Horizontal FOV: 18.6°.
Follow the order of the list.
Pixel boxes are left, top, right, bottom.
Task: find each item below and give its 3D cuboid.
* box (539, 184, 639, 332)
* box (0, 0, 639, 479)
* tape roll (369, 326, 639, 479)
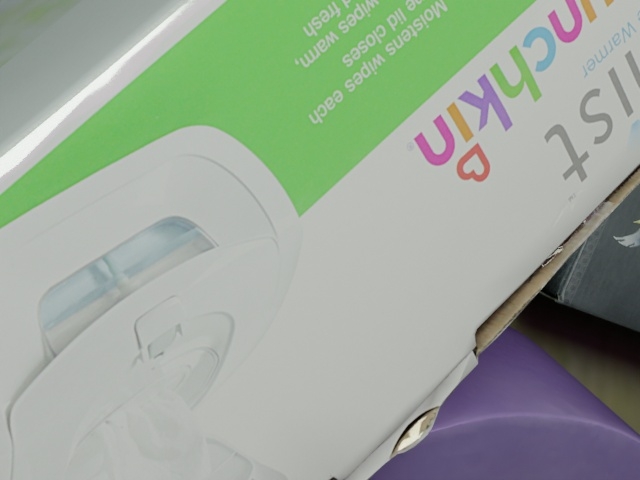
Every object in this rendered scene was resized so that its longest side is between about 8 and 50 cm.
[{"bbox_3d":[0.198,-0.060,0.732,0.183,0.059,0.232,19,97,-21],"label":"box"},{"bbox_3d":[-0.067,-0.013,0.533,0.262,0.231,0.127,-42,117,-21],"label":"box"},{"bbox_3d":[0.024,0.120,0.605,0.189,0.080,0.189,-10,117,-20],"label":"tape roll"}]
